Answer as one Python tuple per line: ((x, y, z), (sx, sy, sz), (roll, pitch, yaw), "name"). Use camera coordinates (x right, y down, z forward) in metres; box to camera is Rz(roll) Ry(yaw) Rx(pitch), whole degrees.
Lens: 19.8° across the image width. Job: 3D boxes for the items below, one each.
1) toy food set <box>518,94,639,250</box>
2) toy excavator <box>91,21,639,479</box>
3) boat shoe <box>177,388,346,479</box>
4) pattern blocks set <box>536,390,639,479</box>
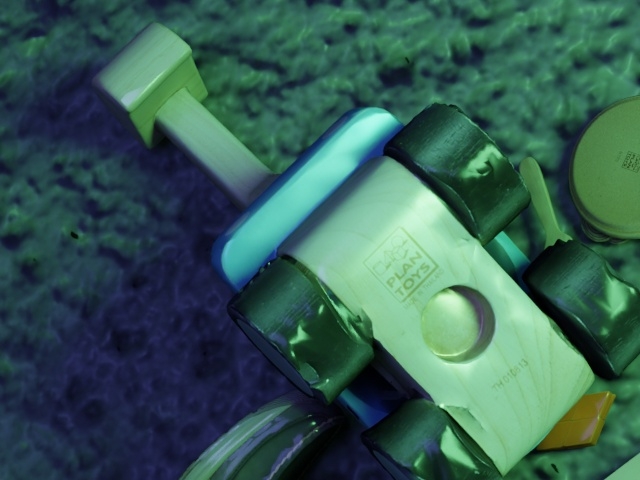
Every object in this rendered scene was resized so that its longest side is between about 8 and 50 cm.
((0.262, -0.054, 1.487), (0.192, 0.038, 0.132), (-28, 61, 22), "toy food set")
((0.000, 0.000, 1.494), (0.222, 0.445, 0.433), (-45, 101, -9), "toy excavator")
((-0.081, 0.277, 1.523), (0.130, 0.132, 0.355), (42, 105, 17), "boat shoe")
((0.274, 0.232, 1.414), (0.325, 0.026, 0.285), (-32, 67, 15), "pattern blocks set")
